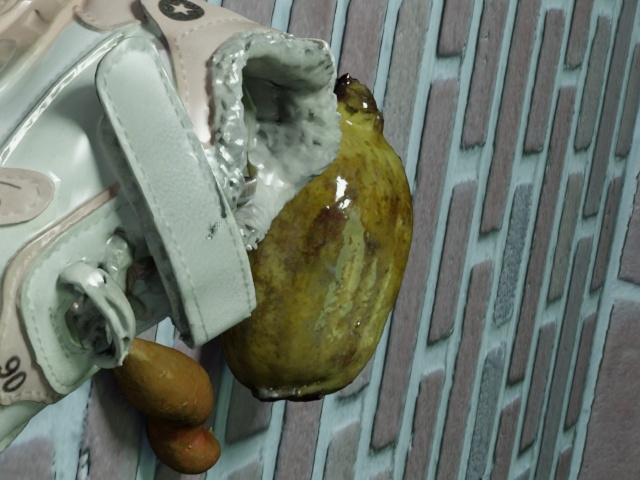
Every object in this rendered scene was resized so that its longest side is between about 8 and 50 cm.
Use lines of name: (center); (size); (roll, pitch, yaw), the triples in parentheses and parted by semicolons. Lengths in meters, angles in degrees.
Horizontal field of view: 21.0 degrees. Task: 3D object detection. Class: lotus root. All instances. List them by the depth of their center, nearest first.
lotus root: (0.000, 0.000, 1.331); (0.145, 0.128, 0.260); (18, 83, -59)

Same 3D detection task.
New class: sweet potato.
sweet potato: (-0.105, 0.114, 1.228); (0.202, 0.058, 0.055); (69, 19, -54)

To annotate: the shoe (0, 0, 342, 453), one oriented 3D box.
shoe: (-0.127, -0.014, 0.900); (0.172, 0.198, 0.351); (72, 35, -51)
